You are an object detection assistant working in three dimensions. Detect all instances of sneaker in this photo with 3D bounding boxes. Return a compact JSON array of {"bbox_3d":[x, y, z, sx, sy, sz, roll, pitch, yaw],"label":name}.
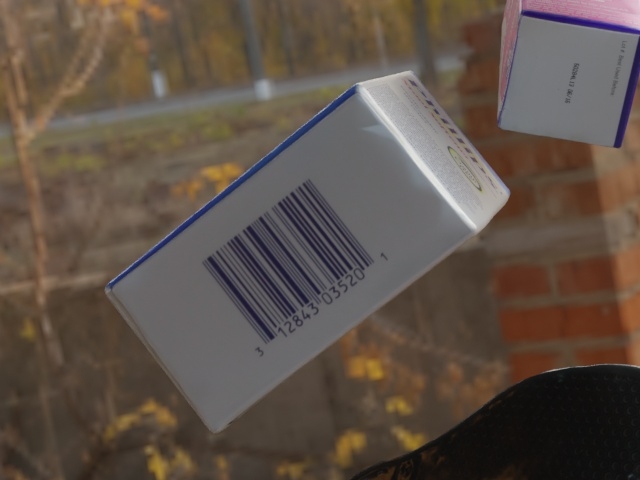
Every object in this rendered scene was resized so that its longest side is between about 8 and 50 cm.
[{"bbox_3d":[0.145,0.153,1.146,0.270,0.090,0.145,-28,-34,36],"label":"sneaker"}]

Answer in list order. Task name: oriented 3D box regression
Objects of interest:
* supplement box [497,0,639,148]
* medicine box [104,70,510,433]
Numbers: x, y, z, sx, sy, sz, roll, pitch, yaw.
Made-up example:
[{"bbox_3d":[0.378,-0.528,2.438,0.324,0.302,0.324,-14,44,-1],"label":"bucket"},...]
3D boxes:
[{"bbox_3d":[0.222,-0.186,1.680,0.114,0.111,0.220,10,30,2],"label":"supplement box"},{"bbox_3d":[0.000,0.000,1.553,0.263,0.149,0.289,-38,-1,13],"label":"medicine box"}]
